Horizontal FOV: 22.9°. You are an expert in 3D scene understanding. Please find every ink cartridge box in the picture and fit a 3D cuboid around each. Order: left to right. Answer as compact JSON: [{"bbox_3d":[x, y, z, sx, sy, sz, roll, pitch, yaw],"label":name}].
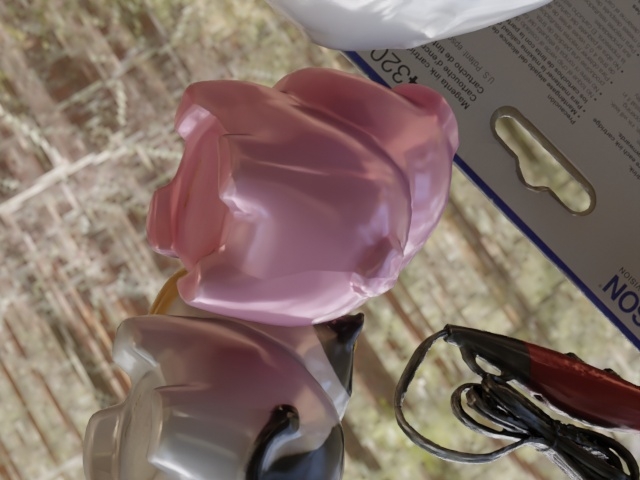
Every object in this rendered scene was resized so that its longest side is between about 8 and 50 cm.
[{"bbox_3d":[0.225,-0.137,1.074,0.330,0.324,0.071,-45,-175,-4],"label":"ink cartridge box"}]

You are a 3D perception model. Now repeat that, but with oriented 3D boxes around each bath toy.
[{"bbox_3d":[0.000,0.000,0.571,0.129,0.151,0.348,8,117,-23],"label":"bath toy"}]

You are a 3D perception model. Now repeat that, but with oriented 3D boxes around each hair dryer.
[{"bbox_3d":[0.198,0.103,0.949,0.293,0.224,0.080,-34,-173,-37],"label":"hair dryer"}]
